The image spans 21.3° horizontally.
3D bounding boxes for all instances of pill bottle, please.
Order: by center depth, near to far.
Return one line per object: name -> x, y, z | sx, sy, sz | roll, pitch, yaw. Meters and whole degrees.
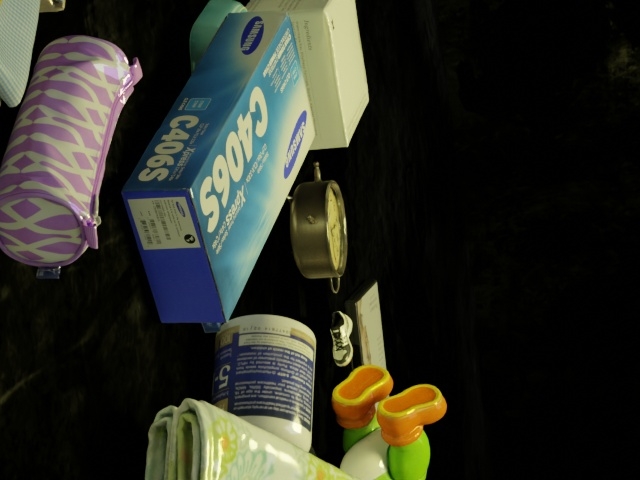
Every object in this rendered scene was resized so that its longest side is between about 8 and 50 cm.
pill bottle -> -0.063, 0.184, 1.824 | 0.112, 0.112, 0.186 | 65, 24, -58

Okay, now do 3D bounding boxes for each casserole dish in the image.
casserole dish -> -0.108, -0.209, 1.937 | 0.188, 0.037, 0.114 | -71, 154, -63

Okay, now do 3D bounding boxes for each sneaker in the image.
sneaker -> 0.026, 0.140, 2.441 | 0.037, 0.032, 0.083 | 48, 32, -48

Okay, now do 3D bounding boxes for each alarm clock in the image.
alarm clock -> 0.000, 0.000, 2.282 | 0.129, 0.064, 0.192 | -82, 160, -45

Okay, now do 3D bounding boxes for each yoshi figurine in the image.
yoshi figurine -> 0.134, 0.357, 2.484 | 0.203, 0.203, 0.362 | -84, 168, -64

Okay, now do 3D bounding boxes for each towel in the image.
towel -> -0.044, 0.351, 1.616 | 0.374, 0.090, 0.320 | 35, 53, -47

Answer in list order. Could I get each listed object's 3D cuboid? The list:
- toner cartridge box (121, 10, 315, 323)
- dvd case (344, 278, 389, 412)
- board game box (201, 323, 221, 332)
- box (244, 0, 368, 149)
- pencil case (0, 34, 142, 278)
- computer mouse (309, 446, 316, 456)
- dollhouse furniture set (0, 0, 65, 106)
toner cartridge box -> -0.096, -0.083, 1.765 | 0.348, 0.075, 0.165 | -67, 152, -50
dvd case -> 0.076, 0.199, 2.652 | 0.180, 0.022, 0.253 | -40, 125, -75
board game box -> -0.120, 0.036, 1.828 | 0.090, 0.020, 0.090 | -83, 163, -46
box -> -0.020, -0.224, 2.143 | 0.181, 0.119, 0.181 | -65, 149, -65
pencil case -> -0.202, -0.073, 1.348 | 0.086, 0.088, 0.206 | 75, 15, -46
computer mouse -> -0.042, 0.357, 2.050 | 0.071, 0.041, 0.242 | 44, 49, -59
dollhouse furniture set -> -0.177, -0.224, 1.257 | 0.286, 0.198, 0.303 | 64, 26, -59
